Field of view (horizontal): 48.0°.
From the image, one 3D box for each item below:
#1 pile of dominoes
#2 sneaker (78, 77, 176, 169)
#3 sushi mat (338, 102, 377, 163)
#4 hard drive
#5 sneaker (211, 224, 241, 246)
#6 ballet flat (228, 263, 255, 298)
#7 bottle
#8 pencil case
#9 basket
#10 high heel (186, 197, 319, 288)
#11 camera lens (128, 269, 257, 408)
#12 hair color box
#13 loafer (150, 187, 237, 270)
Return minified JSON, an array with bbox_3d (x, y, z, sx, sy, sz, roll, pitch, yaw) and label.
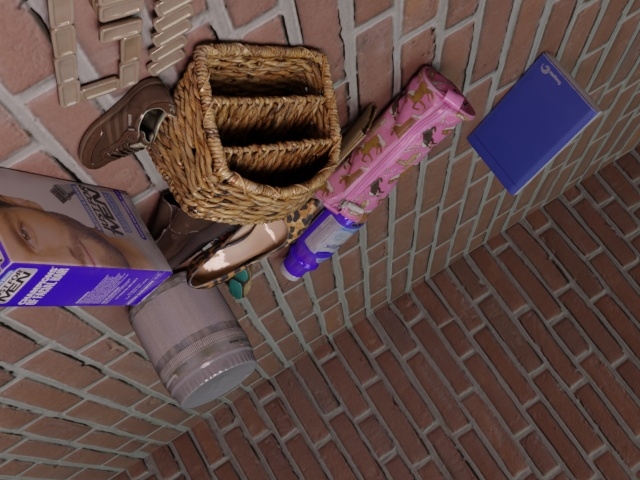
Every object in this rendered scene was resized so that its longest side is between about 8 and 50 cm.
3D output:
[{"bbox_3d":[-0.259,-0.282,0.934,0.196,0.040,0.251,-25,167,-24],"label":"pile of dominoes"},{"bbox_3d":[-0.293,-0.160,1.082,0.188,0.071,0.066,-42,159,22],"label":"sneaker"},{"bbox_3d":[0.010,-0.156,1.540,0.316,0.019,0.151,-46,-168,32],"label":"sushi mat"},{"bbox_3d":[0.547,-0.299,1.878,0.040,0.210,0.318,-14,153,-43],"label":"hard drive"},{"bbox_3d":[-0.160,-0.055,1.511,0.135,0.097,0.276,-33,159,-22],"label":"sneaker"},{"bbox_3d":[-0.201,0.080,1.838,0.067,0.073,0.206,-55,174,-28],"label":"ballet flat"},{"bbox_3d":[0.000,0.000,1.897,0.283,0.092,0.118,-45,159,29],"label":"bottle"},{"bbox_3d":[0.157,-0.201,1.568,0.160,0.167,0.386,17,128,-45],"label":"pencil case"},{"bbox_3d":[-0.091,-0.167,1.171,0.299,0.213,0.223,-11,151,-48],"label":"basket"},{"bbox_3d":[-0.125,0.010,1.321,0.261,0.093,0.186,-26,-167,29],"label":"high heel"},{"bbox_3d":[-0.299,0.222,1.673,0.219,0.274,0.219,-29,160,-12],"label":"camera lens"},{"bbox_3d":[-0.405,0.001,1.116,0.110,0.185,0.339,-41,160,19],"label":"hair color box"},{"bbox_3d":[-0.252,-0.046,1.375,0.366,0.130,0.134,-32,-171,34],"label":"loafer"}]
